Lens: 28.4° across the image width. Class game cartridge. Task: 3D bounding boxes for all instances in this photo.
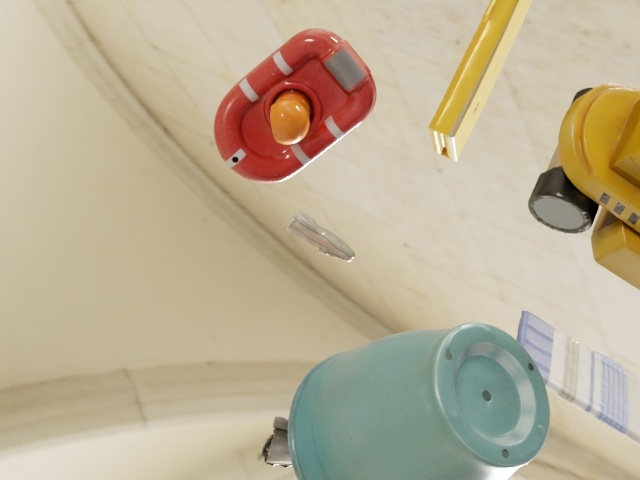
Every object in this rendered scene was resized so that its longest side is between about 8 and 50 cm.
[{"bbox_3d":[0.272,-0.301,2.107,0.285,0.052,0.324,33,-99,-82],"label":"game cartridge"}]

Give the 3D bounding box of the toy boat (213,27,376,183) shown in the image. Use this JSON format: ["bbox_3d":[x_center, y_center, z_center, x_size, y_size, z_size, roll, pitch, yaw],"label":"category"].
[{"bbox_3d":[-0.041,-0.169,1.695,0.231,0.151,0.151,-37,11,18],"label":"toy boat"}]

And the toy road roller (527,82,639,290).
[{"bbox_3d":[0.464,-0.078,1.701,0.203,0.329,0.240,-62,13,-24],"label":"toy road roller"}]

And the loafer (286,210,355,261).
[{"bbox_3d":[0.000,0.000,2.122,0.039,0.125,0.045,-50,10,17],"label":"loafer"}]

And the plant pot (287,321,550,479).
[{"bbox_3d":[0.141,0.230,1.594,0.271,0.272,0.255,-27,-5,-42],"label":"plant pot"}]

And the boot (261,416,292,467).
[{"bbox_3d":[0.019,0.352,2.049,0.263,0.228,0.091,94,-178,-55],"label":"boot"}]

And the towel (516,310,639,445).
[{"bbox_3d":[0.435,0.232,2.042,0.034,0.285,0.209,-58,2,24],"label":"towel"}]
